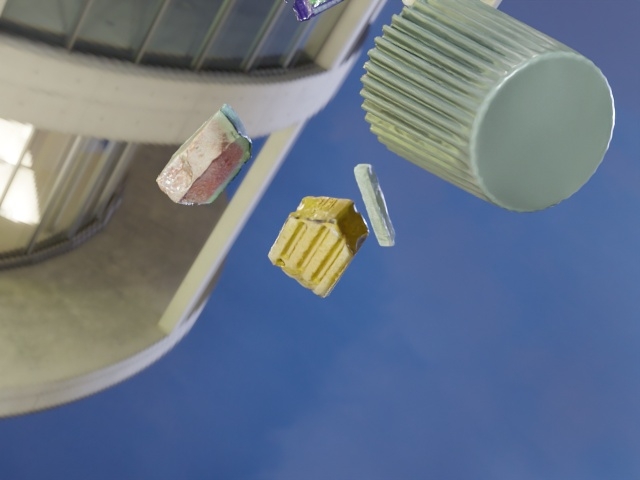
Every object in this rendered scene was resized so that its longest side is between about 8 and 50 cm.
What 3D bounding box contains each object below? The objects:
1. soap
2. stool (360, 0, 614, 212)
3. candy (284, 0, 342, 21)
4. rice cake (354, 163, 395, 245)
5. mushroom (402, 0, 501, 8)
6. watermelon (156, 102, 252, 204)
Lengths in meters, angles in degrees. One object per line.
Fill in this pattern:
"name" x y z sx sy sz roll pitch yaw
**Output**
"soap" 0.000 0.000 2.265 0.160 0.257 0.080 35 -126 2
"stool" 0.264 -0.214 1.704 0.297 0.297 0.330 15 -165 -30
"candy" 0.051 -0.446 1.695 0.275 0.070 0.145 -24 -103 -14
"rice cake" 0.100 -0.063 1.968 0.033 0.171 0.029 -1 -148 33
"mushroom" 0.221 -0.489 1.930 0.246 0.246 0.202 44 -127 17
"watermelon" -0.258 -0.179 2.480 0.148 0.318 0.226 46 -122 -6
